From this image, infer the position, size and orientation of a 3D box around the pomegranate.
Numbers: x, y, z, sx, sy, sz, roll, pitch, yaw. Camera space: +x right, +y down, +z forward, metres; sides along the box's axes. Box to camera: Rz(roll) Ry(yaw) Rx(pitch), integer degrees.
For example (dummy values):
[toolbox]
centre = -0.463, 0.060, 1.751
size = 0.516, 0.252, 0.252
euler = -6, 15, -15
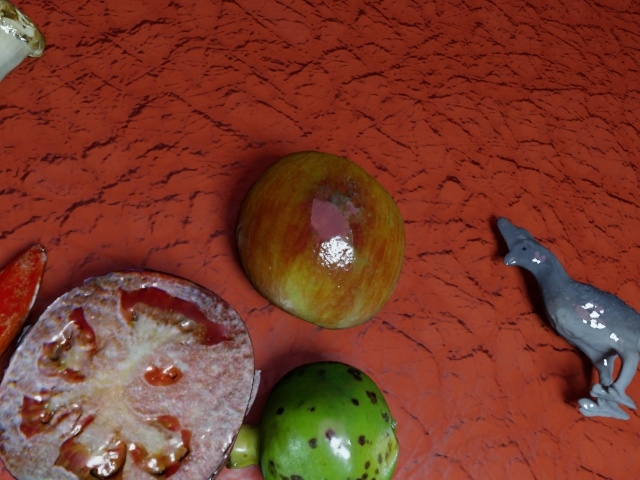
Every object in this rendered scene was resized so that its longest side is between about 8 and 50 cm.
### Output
[pomegranate]
centre = -0.006, 0.185, 0.499
size = 0.169, 0.122, 0.143
euler = 8, 67, -15

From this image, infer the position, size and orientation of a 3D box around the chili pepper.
[chili pepper]
centre = -0.335, 0.107, 0.469
size = 0.071, 0.063, 0.272
euler = 41, 58, -11

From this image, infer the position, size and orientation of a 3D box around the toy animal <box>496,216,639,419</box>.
[toy animal]
centre = 0.364, 0.126, 0.661
size = 0.367, 0.081, 0.206
euler = 32, 50, -2

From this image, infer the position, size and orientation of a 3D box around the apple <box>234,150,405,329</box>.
[apple]
centre = 0.000, 0.000, 0.580
size = 0.195, 0.160, 0.173
euler = 27, 83, 2

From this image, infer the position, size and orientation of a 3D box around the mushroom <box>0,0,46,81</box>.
[mushroom]
centre = -0.384, -0.177, 0.578
size = 0.084, 0.071, 0.209
euler = 37, 59, -36

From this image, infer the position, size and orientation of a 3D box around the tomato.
[tomato]
centre = -0.167, 0.140, 0.481
size = 0.225, 0.085, 0.225
euler = 4, 61, -6
